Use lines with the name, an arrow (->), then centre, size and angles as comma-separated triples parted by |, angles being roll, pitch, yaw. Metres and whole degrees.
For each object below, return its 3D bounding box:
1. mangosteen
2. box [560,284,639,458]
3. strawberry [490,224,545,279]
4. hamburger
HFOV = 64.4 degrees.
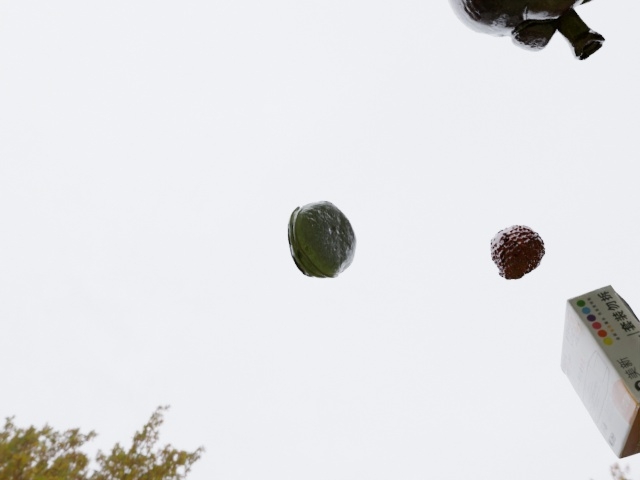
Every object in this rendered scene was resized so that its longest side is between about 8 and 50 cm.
mangosteen -> 0.232, -0.299, 0.582 | 0.172, 0.172, 0.184 | -39, -55, 10
box -> 0.540, 0.244, 0.933 | 0.091, 0.220, 0.273 | -21, -47, 3
strawberry -> 0.303, 0.022, 0.789 | 0.083, 0.096, 0.083 | 8, -54, 11
hamburger -> 0.000, 0.000, 0.829 | 0.063, 0.140, 0.133 | -22, -86, 41
